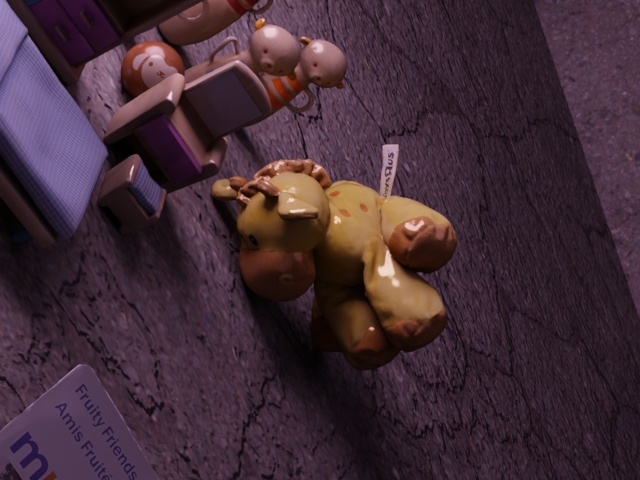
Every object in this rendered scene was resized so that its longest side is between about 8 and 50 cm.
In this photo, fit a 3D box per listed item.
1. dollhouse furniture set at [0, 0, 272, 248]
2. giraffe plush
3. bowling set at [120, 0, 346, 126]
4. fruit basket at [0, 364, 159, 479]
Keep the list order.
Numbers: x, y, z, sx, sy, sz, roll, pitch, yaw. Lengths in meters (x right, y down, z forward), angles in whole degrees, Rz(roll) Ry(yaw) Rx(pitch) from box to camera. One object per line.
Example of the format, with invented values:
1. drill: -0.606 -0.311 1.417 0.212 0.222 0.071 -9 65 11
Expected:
1. dollhouse furniture set: -0.139 -0.120 1.379 0.286 0.198 0.303 56 23 -24
2. giraffe plush: 0.000 0.000 1.670 0.170 0.181 0.210 12 64 -39
3. bowling set: -0.082 -0.187 1.654 0.287 0.154 0.200 53 23 -29
4. fruit basket: -0.125 0.280 0.889 0.353 0.165 0.327 -40 107 -40
